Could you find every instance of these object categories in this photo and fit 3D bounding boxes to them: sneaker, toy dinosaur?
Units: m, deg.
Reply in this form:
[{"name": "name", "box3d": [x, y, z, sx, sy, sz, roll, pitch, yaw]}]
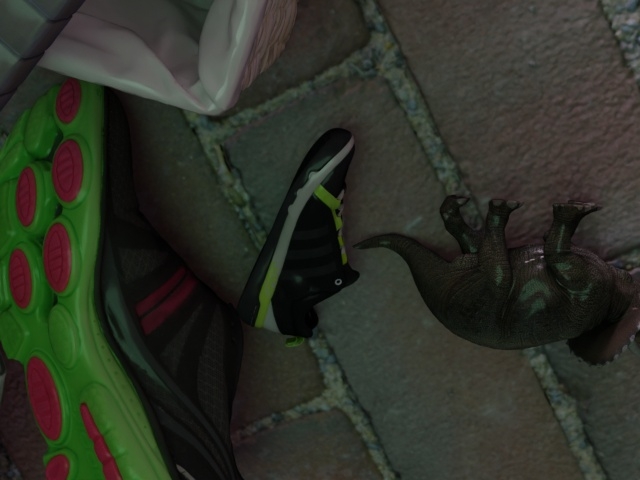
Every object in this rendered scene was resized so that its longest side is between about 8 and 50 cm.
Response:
[{"name": "sneaker", "box3d": [-0.193, 0.075, 1.129, 0.185, 0.202, 0.482, -13, 89, 37]}, {"name": "toy dinosaur", "box3d": [0.180, 0.041, 1.058, 0.314, 0.121, 0.160, 2, 95, 7]}, {"name": "sneaker", "box3d": [0.000, 0.000, 1.109, 0.097, 0.084, 0.234, 24, 119, -3]}]

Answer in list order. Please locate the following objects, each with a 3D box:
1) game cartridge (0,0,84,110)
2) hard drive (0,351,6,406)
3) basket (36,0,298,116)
[{"name": "game cartridge", "box3d": [-0.333, -0.255, 0.821, 0.355, 0.068, 0.230, 42, 108, -5]}, {"name": "hard drive", "box3d": [-0.385, 0.224, 1.201, 0.040, 0.203, 0.307, 4, 113, -28]}, {"name": "basket", "box3d": [-0.153, -0.316, 0.933, 0.331, 0.266, 0.328, 19, 110, 6]}]
